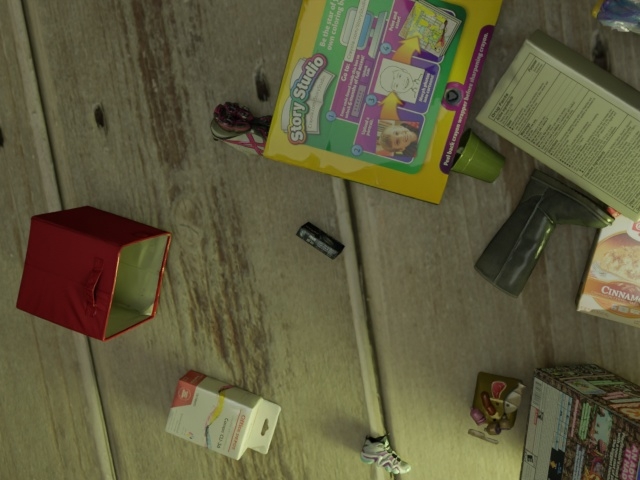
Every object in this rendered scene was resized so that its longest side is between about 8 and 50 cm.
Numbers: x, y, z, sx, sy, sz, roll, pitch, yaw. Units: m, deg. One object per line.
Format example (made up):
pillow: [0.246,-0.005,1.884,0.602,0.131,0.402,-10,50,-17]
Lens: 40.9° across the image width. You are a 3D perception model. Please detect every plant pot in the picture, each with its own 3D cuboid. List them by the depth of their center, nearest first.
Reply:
plant pot: [0.271,-0.138,1.474,0.079,0.083,0.083,27,105,-5]
plant pot: [0.314,0.293,1.531,0.081,0.083,0.082,10,103,11]

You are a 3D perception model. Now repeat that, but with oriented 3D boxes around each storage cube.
storage cube: [-0.420,0.053,1.596,0.193,0.215,0.184,18,104,16]

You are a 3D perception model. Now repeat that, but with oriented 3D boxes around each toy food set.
toy food set: [0.299,0.292,1.479,0.078,0.019,0.122,19,103,9]

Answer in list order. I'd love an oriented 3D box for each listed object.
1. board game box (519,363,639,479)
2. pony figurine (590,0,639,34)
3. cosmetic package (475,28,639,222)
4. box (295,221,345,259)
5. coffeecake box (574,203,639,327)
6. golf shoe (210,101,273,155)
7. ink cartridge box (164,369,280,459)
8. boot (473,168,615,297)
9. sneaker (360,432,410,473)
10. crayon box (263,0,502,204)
board game box: [0.474,0.359,1.387,0.141,0.291,0.232,-1,103,-24]
pony figurine: [0.581,-0.288,1.245,0.363,0.351,0.303,36,117,9]
cosmetic package: [0.429,-0.187,1.382,0.309,0.113,0.160,36,122,8]
box: [0.000,0.000,1.561,0.083,0.067,0.018,34,105,6]
coffeecake box: [0.526,0.044,1.447,0.142,0.068,0.186,15,102,11]
golf shoe: [-0.109,-0.188,1.564,0.186,0.067,0.086,21,145,-2]
ink cartridge box: [-0.189,0.344,1.664,0.198,0.067,0.115,18,103,9]
boot: [0.371,0.004,1.445,0.208,0.076,0.189,-59,41,8]
sneaker: [0.127,0.395,1.615,0.098,0.038,0.069,14,103,10]
crayon box: [0.099,-0.277,1.442,0.313,0.106,0.363,16,102,-2]
